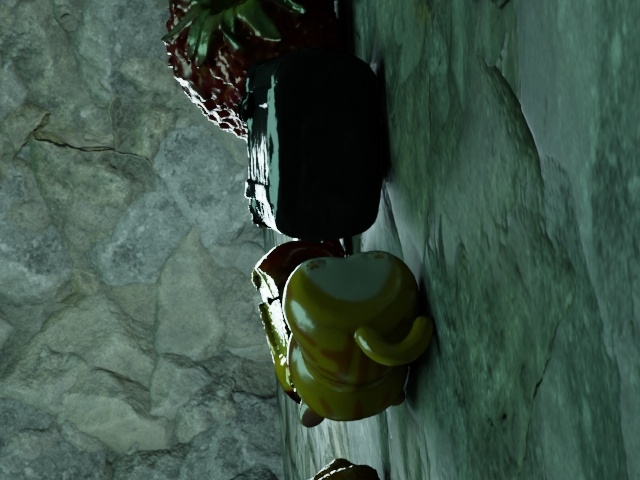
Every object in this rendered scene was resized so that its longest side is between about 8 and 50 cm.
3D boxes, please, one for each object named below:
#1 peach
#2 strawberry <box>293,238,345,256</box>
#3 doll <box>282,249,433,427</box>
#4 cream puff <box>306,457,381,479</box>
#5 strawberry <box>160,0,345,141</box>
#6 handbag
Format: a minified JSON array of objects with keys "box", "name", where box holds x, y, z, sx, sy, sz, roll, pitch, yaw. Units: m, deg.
[{"box":[-0.007,0.116,2.071,0.159,0.154,0.267,-122,17,-56],"name":"peach"},{"box":[0.000,0.000,2.208,0.145,0.086,0.145,175,90,-81],"name":"strawberry"},{"box":[0.039,0.120,1.682,0.269,0.166,0.162,93,172,-65],"name":"doll"},{"box":[0.037,0.456,1.996,0.241,0.155,0.269,102,169,-51],"name":"cream puff"},{"box":[-0.079,-0.249,2.079,0.292,0.292,0.343,-103,-7,-48],"name":"strawberry"},{"box":[-0.008,-0.127,1.813,0.181,0.181,0.254,-155,61,-74],"name":"handbag"}]
